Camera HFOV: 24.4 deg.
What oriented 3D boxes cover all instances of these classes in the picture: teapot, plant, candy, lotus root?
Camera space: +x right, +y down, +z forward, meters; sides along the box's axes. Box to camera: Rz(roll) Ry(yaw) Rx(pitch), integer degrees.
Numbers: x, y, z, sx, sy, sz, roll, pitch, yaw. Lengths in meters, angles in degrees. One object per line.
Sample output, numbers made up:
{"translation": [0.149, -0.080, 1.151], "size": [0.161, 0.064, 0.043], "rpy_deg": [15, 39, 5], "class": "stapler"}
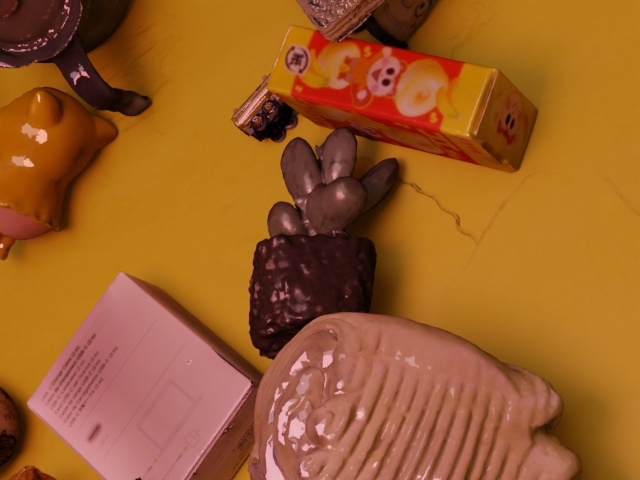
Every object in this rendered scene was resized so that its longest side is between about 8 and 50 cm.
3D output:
{"translation": [-0.359, -0.281, 1.864], "size": [0.223, 0.285, 0.305], "rpy_deg": [-9, 105, 7], "class": "teapot"}
{"translation": [-0.002, 0.001, 1.681], "size": [0.146, 0.149, 0.274], "rpy_deg": [18, 62, -13], "class": "plant"}
{"translation": [0.092, -0.162, 1.691], "size": [0.276, 0.146, 0.088], "rpy_deg": [17, 83, 31], "class": "candy"}
{"translation": [-0.464, 0.227, 1.870], "size": [0.214, 0.138, 0.138], "rpy_deg": [26, 88, 41], "class": "lotus root"}

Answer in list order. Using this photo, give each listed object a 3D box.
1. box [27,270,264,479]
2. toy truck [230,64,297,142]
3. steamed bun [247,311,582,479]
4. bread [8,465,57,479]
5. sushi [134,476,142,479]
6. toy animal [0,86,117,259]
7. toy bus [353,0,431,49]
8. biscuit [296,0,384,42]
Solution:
{"translation": [-0.195, 0.189, 1.751], "size": [0.252, 0.106, 0.203], "rpy_deg": [36, 94, 29], "class": "box"}
{"translation": [-0.053, -0.175, 1.820], "size": [0.123, 0.052, 0.063], "rpy_deg": [-49, 54, 8], "class": "toy truck"}
{"translation": [0.080, 0.269, 1.510], "size": [0.352, 0.247, 0.339], "rpy_deg": [21, 71, -6], "class": "steamed bun"}
{"translation": [-0.330, 0.369, 1.724], "size": [0.143, 0.149, 0.158], "rpy_deg": [-45, 24, 5], "class": "bread"}
{"translation": [-0.262, 0.412, 1.620], "size": [0.280, 0.043, 0.192], "rpy_deg": [-31, 99, -9], "class": "sushi"}
{"translation": [-0.373, -0.084, 1.899], "size": [0.156, 0.156, 0.229], "rpy_deg": [30, 91, 30], "class": "toy animal"}
{"translation": [0.019, -0.376, 1.792], "size": [0.179, 0.143, 0.305], "rpy_deg": [-49, 59, 5], "class": "toy bus"}
{"translation": [0.003, -0.353, 1.682], "size": [0.147, 0.046, 0.250], "rpy_deg": [-38, 61, 9], "class": "biscuit"}
